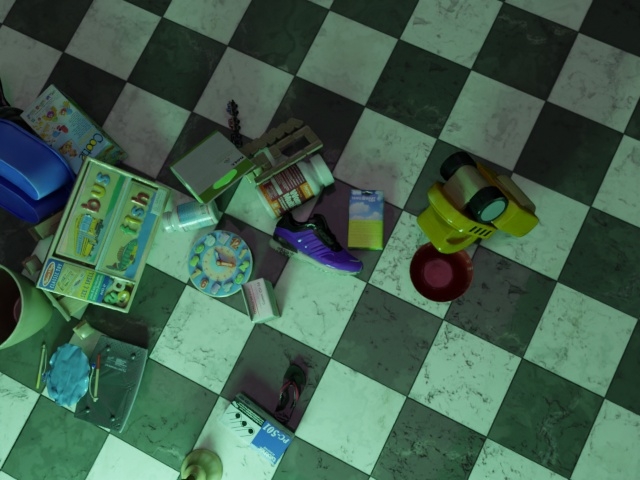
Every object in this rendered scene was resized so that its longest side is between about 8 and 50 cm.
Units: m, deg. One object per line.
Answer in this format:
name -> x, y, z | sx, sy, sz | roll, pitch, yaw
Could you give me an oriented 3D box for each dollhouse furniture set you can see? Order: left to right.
dollhouse furniture set -> -0.729, 0.070, 1.833 | 0.303, 0.174, 0.355 | -38, 109, -25

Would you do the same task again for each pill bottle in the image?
pill bottle -> -0.399, -0.075, 1.809 | 0.160, 0.087, 0.087 | -15, 81, 2
pill bottle -> -0.077, -0.166, 1.781 | 0.221, 0.121, 0.121 | -30, 80, 0

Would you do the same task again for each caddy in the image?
caddy -> -0.901, -0.217, 1.781 | 0.341, 0.241, 0.179 | 32, 45, 1

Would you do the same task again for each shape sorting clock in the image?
shape sorting clock -> -0.310, 0.070, 1.804 | 0.206, 0.040, 0.206 | -1, 81, 4

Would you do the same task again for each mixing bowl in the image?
mixing bowl -> 0.347, 0.093, 1.720 | 0.182, 0.098, 0.181 | -1, 82, 4

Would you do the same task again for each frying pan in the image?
frying pan -> -1.043, -0.384, 1.917 | 0.197, 0.053, 0.326 | -37, 80, 5

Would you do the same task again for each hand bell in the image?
hand bell -> -0.359, 0.664, 1.618 | 0.126, 0.242, 0.126 | -1, 82, 4

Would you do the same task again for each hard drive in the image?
hard drive -> -0.622, 0.428, 1.768 | 0.172, 0.054, 0.254 | 15, 83, 7

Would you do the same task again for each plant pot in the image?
plant pot -> -0.913, 0.199, 1.714 | 0.257, 0.274, 0.256 | -1, 82, 4

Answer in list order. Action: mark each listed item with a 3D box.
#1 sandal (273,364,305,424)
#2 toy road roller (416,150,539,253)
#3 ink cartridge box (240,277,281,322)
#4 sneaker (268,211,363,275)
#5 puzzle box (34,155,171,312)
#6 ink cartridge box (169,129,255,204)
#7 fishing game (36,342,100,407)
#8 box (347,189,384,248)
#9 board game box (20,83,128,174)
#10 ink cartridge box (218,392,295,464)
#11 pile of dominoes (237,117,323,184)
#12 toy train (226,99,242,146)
sandal -> -0.092, 0.457, 1.729 | 0.067, 0.040, 0.179 | 16, 83, 8
toy road roller -> 0.426, -0.081, 1.660 | 0.240, 0.330, 0.202 | -50, 50, 26
ink cartridge box -> -0.171, 0.175, 1.698 | 0.067, 0.198, 0.115 | -18, 81, 2
sneaker -> 0.000, 0.000, 1.740 | 0.293, 0.102, 0.146 | 21, 103, 7
puzzle box -> -0.641, -0.016, 1.755 | 0.272, 0.052, 0.408 | 22, 79, -29
ink cartridge box -> -0.305, -0.194, 1.746 | 0.189, 0.097, 0.255 | -39, 49, -8
fishing game -> -0.751, 0.404, 1.764 | 0.264, 0.041, 0.189 | -2, 80, 27
box -> 0.139, -0.063, 1.788 | 0.109, 0.042, 0.178 | 2, 81, 4
board game box -> -0.770, -0.329, 1.848 | 0.144, 0.142, 0.275 | -45, 80, -2
ink cartridge box -> -0.185, 0.547, 1.713 | 0.207, 0.046, 0.097 | 35, 96, 8
pile of dominoes -> -0.131, -0.273, 1.820 | 0.251, 0.040, 0.196 | -31, 48, -1
toy train -> -0.277, -0.373, 1.876 | 0.036, 0.027, 0.158 | -11, 80, 13
